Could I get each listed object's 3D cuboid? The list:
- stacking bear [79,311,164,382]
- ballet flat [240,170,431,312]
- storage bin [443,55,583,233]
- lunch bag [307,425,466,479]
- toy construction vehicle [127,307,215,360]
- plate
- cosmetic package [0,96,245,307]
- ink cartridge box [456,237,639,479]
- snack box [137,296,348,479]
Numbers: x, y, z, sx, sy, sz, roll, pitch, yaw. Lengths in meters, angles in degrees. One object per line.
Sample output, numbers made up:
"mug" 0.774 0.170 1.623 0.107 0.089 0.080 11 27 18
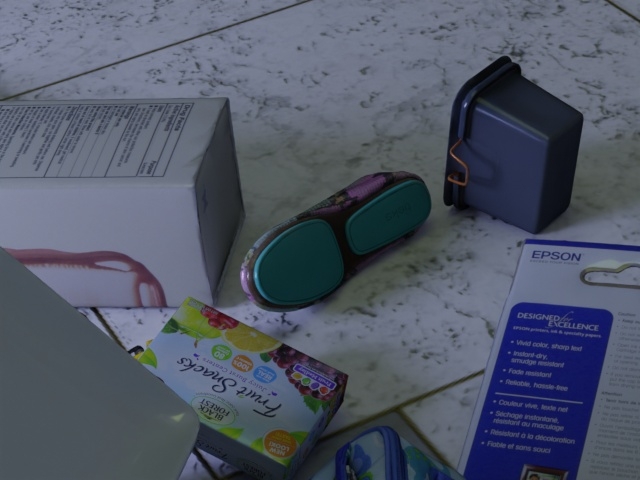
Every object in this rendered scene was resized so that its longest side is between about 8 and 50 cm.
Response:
"stacking bear" -0.152 0.211 1.168 0.164 0.175 0.289 -36 46 7
"ballet flat" 0.000 0.000 1.525 0.079 0.077 0.221 3 26 47
"storage bin" 0.164 -0.072 1.544 0.091 0.135 0.098 30 48 29
"lunch bag" 0.020 0.227 1.090 0.176 0.090 0.219 -45 24 25
"toy construction vehicle" -0.103 0.101 1.424 0.098 0.035 0.086 -34 41 -21
"plate" -0.208 0.089 1.033 0.278 0.045 0.277 40 21 -8
"cosmetic package" -0.226 -0.033 1.553 0.296 0.129 0.153 0 34 12
"ink cartridge box" 0.187 0.149 1.222 0.176 0.069 0.371 4 47 18
"snack box" -0.064 0.113 1.352 0.141 0.037 0.100 25 51 14
